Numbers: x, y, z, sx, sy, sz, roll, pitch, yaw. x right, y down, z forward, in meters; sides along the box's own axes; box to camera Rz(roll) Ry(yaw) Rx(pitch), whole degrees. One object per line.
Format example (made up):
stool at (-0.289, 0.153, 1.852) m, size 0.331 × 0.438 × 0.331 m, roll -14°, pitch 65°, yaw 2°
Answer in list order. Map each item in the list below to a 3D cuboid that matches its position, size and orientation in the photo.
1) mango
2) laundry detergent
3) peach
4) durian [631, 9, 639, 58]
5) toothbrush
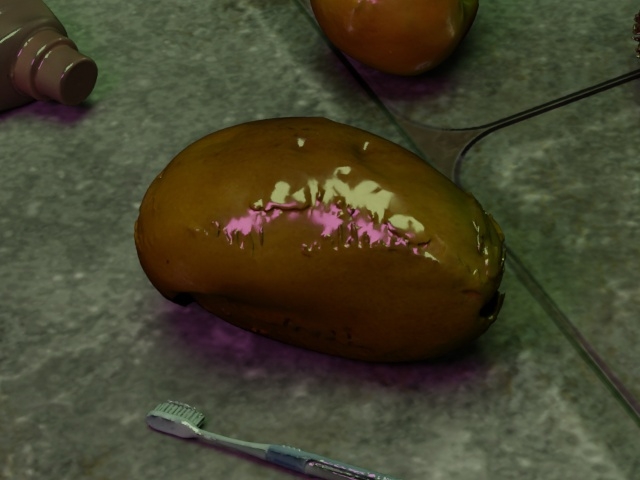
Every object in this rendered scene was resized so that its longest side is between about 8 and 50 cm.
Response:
mango at (0.000, 0.000, 1.150) m, size 0.248 × 0.151 × 0.156 m, roll 15°, pitch 12°, yaw 26°
laundry detergent at (-0.296, -0.141, 1.407) m, size 0.237 × 0.076 × 0.171 m, roll 29°, pitch 54°, yaw 30°
peach at (0.056, -0.192, 1.372) m, size 0.138 × 0.138 × 0.138 m, roll -4°, pitch 42°, yaw 3°
durian at (0.272, -0.135, 1.323) m, size 0.110 × 0.071 × 0.140 m, roll -28°, pitch 59°, yaw -15°
toothbrush at (-0.009, 0.133, 1.107) m, size 0.219 × 0.016 × 0.019 m, roll 14°, pitch 37°, yaw 24°
